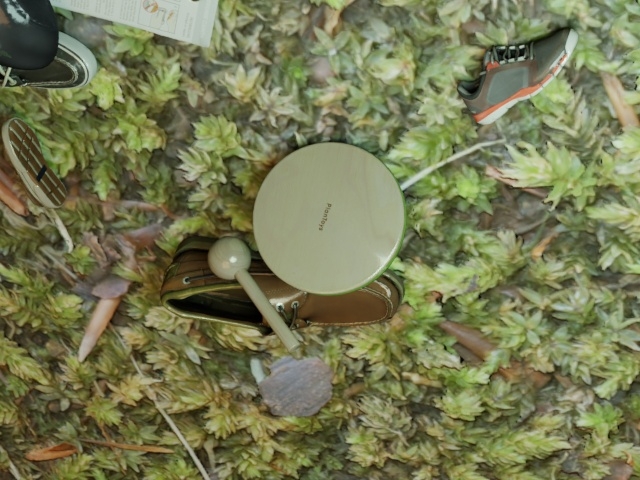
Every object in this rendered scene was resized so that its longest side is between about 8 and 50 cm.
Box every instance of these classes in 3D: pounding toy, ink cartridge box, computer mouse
[{"bbox_3d":[0.000,0.000,1.686,0.237,0.110,0.183,-45,76,2],"label":"pounding toy"},{"bbox_3d":[-0.216,-0.327,1.528,0.232,0.066,0.189,12,131,-5],"label":"ink cartridge box"},{"bbox_3d":[-0.394,-0.296,1.531,0.188,0.072,0.272,-23,106,41],"label":"computer mouse"}]

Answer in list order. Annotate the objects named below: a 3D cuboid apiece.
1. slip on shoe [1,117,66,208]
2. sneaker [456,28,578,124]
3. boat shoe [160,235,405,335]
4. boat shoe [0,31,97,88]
[{"bbox_3d":[-0.370,-0.095,1.761,0.041,0.051,0.135,-2,135,32],"label":"slip on shoe"},{"bbox_3d":[0.209,-0.187,1.517,0.065,0.061,0.158,44,126,-12],"label":"sneaker"},{"bbox_3d":[-0.051,0.077,1.773,0.307,0.104,0.111,5,129,11],"label":"boat shoe"},{"bbox_3d":[-0.376,-0.210,1.651,0.219,0.070,0.078,10,131,7],"label":"boat shoe"}]
